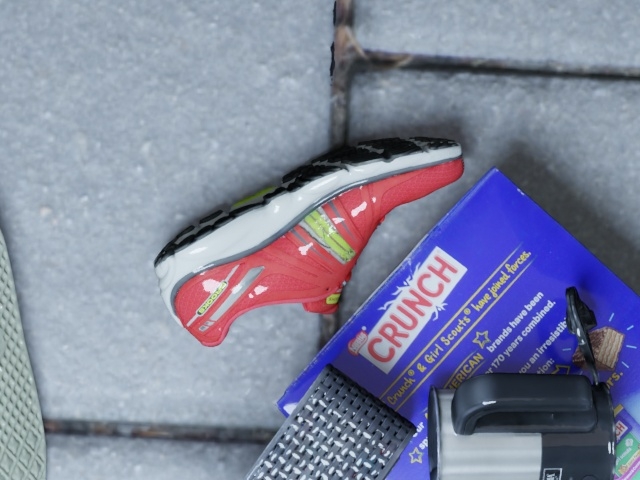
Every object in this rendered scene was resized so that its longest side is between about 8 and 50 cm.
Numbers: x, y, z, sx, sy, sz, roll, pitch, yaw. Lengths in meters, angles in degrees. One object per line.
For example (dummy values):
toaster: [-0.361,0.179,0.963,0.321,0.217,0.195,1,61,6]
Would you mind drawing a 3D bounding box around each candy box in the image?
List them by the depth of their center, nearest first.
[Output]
candy box: [0.165,0.143,1.412,0.317,0.122,0.268,43,84,3]

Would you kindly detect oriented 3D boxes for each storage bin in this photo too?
storage bin: [-0.013,0.188,1.285,0.084,0.122,0.180,35,88,3]

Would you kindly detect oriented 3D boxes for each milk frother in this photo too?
milk frother: [0.149,0.114,1.316,0.135,0.129,0.143,0,39,-3]

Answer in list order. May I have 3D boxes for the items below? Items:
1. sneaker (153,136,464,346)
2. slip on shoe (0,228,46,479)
sneaker: [0.000,0.000,1.452,0.279,0.107,0.118,-26,102,-3]
slip on shoe: [-0.300,0.136,1.410,0.101,0.123,0.331,-10,87,29]
